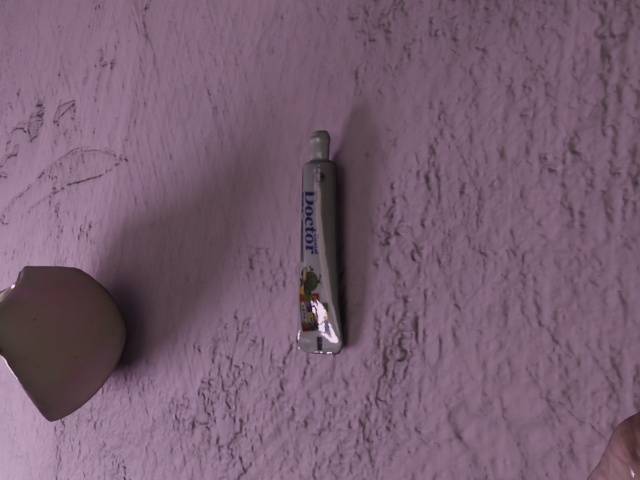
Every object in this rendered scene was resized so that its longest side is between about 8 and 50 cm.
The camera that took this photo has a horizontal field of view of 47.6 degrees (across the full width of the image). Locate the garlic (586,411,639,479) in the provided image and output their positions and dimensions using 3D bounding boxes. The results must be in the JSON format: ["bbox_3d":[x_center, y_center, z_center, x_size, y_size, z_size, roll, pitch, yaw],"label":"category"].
[{"bbox_3d":[0.243,0.199,0.445,0.218,0.212,0.219,-14,71,46],"label":"garlic"}]

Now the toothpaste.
[{"bbox_3d":[0.000,0.000,0.826,0.067,0.037,0.256,-6,80,41],"label":"toothpaste"}]

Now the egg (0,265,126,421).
[{"bbox_3d":[-0.365,0.132,1.041,0.207,0.161,0.271,61,162,-4],"label":"egg"}]
